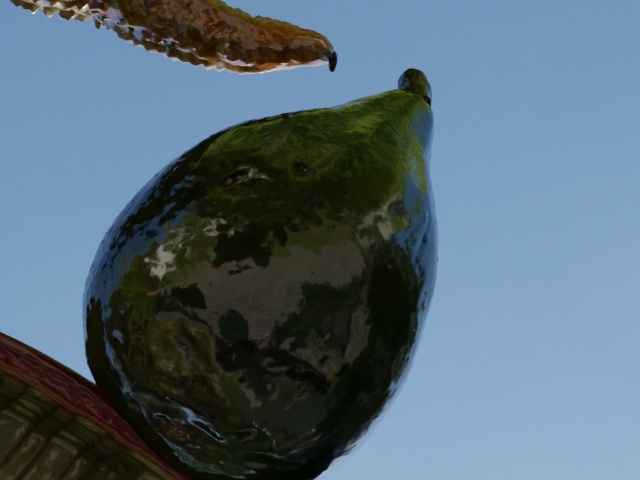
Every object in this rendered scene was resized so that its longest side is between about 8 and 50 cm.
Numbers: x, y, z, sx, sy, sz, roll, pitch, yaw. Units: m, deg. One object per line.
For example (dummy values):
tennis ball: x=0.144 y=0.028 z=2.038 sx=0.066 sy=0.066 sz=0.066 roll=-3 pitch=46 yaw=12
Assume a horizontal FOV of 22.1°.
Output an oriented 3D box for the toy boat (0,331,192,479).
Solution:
toy boat: x=-0.040 y=0.155 z=0.623 sx=0.392 sy=0.079 sz=0.136 roll=39 pitch=-74 yaw=-12

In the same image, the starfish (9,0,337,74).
starfish: x=-0.152 y=-0.185 z=0.568 sx=0.301 sy=0.084 sz=0.294 roll=1 pitch=-65 yaw=8

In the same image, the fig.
fig: x=0.000 y=0.000 z=0.560 sx=0.177 sy=0.117 sz=0.117 roll=-48 pitch=-67 yaw=-25
